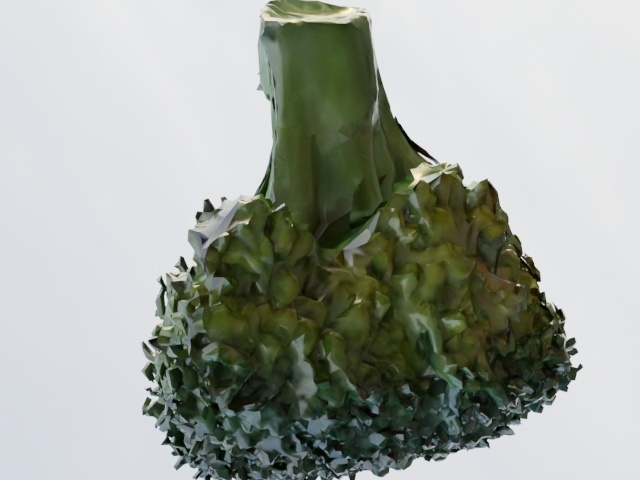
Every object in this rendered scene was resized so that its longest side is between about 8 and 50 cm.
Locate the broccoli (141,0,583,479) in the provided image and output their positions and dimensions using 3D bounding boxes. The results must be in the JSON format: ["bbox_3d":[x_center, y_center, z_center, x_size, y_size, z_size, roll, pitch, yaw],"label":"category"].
[{"bbox_3d":[0.000,0.000,0.671,0.220,0.194,0.194,-26,-80,-64],"label":"broccoli"}]
